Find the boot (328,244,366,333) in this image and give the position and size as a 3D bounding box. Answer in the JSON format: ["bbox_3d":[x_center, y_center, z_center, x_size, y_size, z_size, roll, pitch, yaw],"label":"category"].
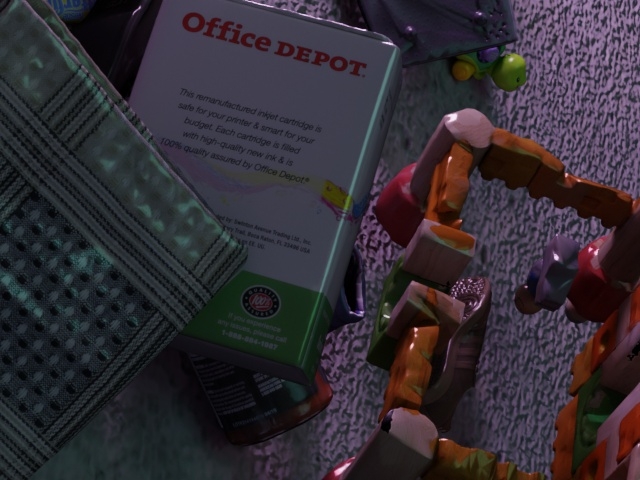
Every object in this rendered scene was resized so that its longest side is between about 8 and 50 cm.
[{"bbox_3d":[0.000,0.000,1.710,0.069,0.086,0.190,13,64,-48],"label":"boot"}]

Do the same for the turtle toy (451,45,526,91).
[{"bbox_3d":[0.190,-0.228,2.073,0.130,0.066,0.095,58,38,-15],"label":"turtle toy"}]

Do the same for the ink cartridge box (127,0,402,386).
[{"bbox_3d":[-0.065,-0.045,1.468,0.117,0.201,0.278,69,37,-77],"label":"ink cartridge box"}]

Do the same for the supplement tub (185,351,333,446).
[{"bbox_3d":[-0.072,0.073,1.569,0.106,0.106,0.198,-30,98,-53],"label":"supplement tub"}]

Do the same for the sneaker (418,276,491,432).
[{"bbox_3d":[0.136,0.118,1.859,0.188,0.066,0.071,-58,136,-41],"label":"sneaker"}]

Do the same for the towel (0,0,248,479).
[{"bbox_3d":[-0.248,0.003,1.291,0.312,0.056,0.324,-44,112,-10],"label":"towel"}]

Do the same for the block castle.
[{"bbox_3d":[0.177,0.124,1.694,0.303,0.213,0.453,21,49,-8],"label":"block castle"}]

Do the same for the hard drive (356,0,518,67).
[{"bbox_3d":[0.104,-0.315,1.952,0.172,0.054,0.254,-14,82,-15],"label":"hard drive"}]

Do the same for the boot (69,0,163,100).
[{"bbox_3d":[-0.133,-0.135,1.610,0.229,0.091,0.263,48,52,-41],"label":"boot"}]

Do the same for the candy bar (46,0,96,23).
[{"bbox_3d":[-0.233,-0.208,1.575,0.161,0.018,0.040,-10,81,-52],"label":"candy bar"}]
